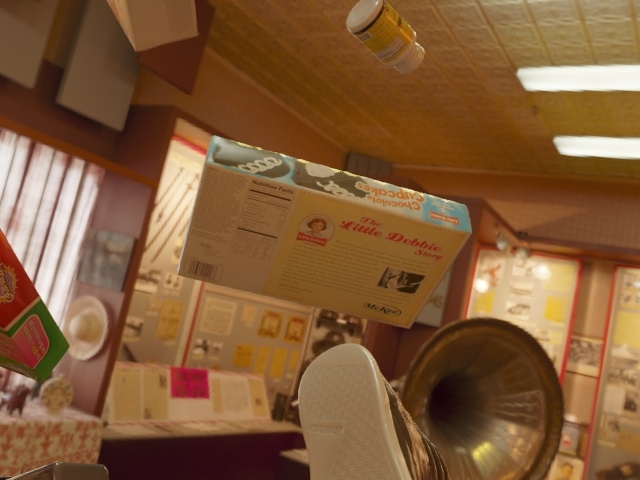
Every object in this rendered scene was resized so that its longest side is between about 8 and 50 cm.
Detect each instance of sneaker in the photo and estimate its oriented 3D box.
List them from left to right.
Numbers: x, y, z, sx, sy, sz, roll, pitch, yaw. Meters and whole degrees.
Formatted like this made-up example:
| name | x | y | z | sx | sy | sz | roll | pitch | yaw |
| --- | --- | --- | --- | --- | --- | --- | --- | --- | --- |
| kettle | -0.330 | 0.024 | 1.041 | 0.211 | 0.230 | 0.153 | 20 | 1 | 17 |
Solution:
| name | x | y | z | sx | sy | sz | roll | pitch | yaw |
| --- | --- | --- | --- | --- | --- | --- | --- | --- | --- |
| sneaker | 0.055 | 0.226 | 0.489 | 0.105 | 0.295 | 0.147 | -28 | -57 | 17 |

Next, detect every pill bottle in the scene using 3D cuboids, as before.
| name | x | y | z | sx | sy | sz | roll | pitch | yaw |
| --- | --- | --- | --- | --- | --- | --- | --- | --- | --- |
| pill bottle | 0.097 | -0.295 | 0.942 | 0.116 | 0.065 | 0.065 | 35 | -19 | -34 |

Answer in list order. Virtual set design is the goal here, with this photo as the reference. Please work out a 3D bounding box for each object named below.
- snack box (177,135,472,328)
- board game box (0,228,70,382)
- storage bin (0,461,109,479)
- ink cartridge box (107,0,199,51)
| name | x | y | z | sx | sy | sz | roll | pitch | yaw |
| --- | --- | --- | --- | --- | --- | --- | --- | --- | --- |
| snack box | 0.000 | 0.000 | 0.809 | 0.322 | 0.060 | 0.187 | 15 | -49 | -12 |
| board game box | -0.466 | 0.036 | 0.784 | 0.242 | 0.064 | 0.316 | 16 | -37 | 13 |
| storage bin | -0.215 | 0.237 | 0.503 | 0.091 | 0.135 | 0.098 | -30 | -33 | 19 |
| ink cartridge box | -0.339 | -0.554 | 1.162 | 0.130 | 0.271 | 0.309 | -23 | -30 | -20 |
